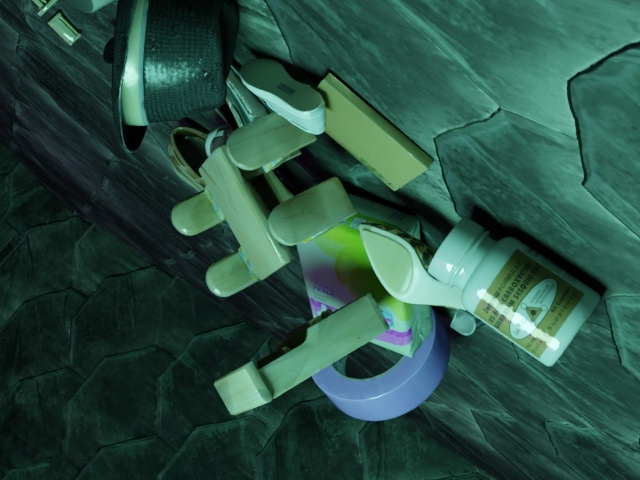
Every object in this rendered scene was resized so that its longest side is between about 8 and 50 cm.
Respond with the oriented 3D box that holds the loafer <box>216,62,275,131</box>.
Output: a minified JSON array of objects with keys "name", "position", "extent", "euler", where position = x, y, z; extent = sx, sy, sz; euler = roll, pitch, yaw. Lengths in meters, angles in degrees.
[{"name":"loafer","position":[-0.190,-0.276,1.694],"extent":[0.267,0.084,0.096],"euler":[41,165,-10]}]

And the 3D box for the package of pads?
[{"name":"package of pads","position":[0.073,0.051,1.848],"extent":[0.229,0.101,0.296],"euler":[20,140,31]}]

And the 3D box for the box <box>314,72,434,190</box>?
[{"name":"box","position":[0.066,-0.160,1.557],"extent":[0.201,0.021,0.164],"euler":[40,165,-5]}]

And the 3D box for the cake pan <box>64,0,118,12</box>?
[{"name":"cake pan","position":[-0.411,-0.452,1.536],"extent":[0.293,0.054,0.293],"euler":[41,167,11]}]

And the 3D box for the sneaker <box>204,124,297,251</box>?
[{"name":"sneaker","position":[-0.102,-0.100,1.918],"extent":[0.281,0.106,0.162],"euler":[53,156,-11]}]

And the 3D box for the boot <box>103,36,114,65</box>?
[{"name":"boot","position":[-0.285,-0.319,1.865],"extent":[0.219,0.082,0.106],"euler":[21,179,39]}]

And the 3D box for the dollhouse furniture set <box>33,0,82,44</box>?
[{"name":"dollhouse furniture set","position":[-0.482,-0.470,1.871],"extent":[0.182,0.101,0.161],"euler":[45,-172,-25]}]

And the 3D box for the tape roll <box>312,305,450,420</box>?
[{"name":"tape roll","position":[0.114,0.216,2.050],"extent":[0.275,0.274,0.090],"euler":[25,160,42]}]

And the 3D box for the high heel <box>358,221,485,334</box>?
[{"name":"high heel","position":[0.192,0.045,1.666],"extent":[0.261,0.093,0.186],"euler":[42,-148,21]}]

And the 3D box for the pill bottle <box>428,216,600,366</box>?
[{"name":"pill bottle","position":[0.280,0.069,1.514],"extent":[0.229,0.131,0.131],"euler":[35,165,14]}]

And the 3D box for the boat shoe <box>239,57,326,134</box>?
[{"name":"boat shoe","position":[-0.054,-0.216,1.556],"extent":[0.184,0.066,0.063],"euler":[32,151,36]}]

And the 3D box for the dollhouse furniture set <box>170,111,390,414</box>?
[{"name":"dollhouse furniture set","position":[-0.112,0.046,1.693],"extent":[0.394,0.257,0.362],"euler":[60,153,3]}]

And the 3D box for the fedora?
[{"name":"fedora","position":[-0.204,-0.274,1.508],"extent":[0.153,0.333,0.334],"euler":[8,164,-2]}]

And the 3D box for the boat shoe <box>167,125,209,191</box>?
[{"name":"boat shoe","position":[-0.189,-0.124,2.077],"extent":[0.324,0.123,0.116],"euler":[31,161,21]}]
